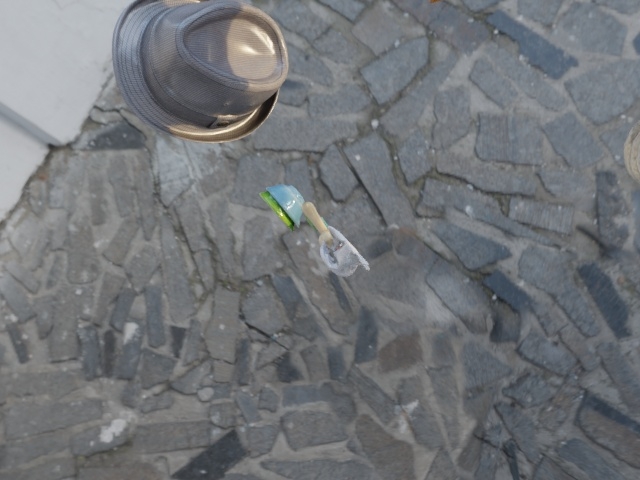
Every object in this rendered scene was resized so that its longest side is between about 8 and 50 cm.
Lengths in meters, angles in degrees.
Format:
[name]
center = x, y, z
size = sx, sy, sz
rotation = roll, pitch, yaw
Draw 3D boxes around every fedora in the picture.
[fedora]
center = -0.156, -0.275, 1.018
size = 0.124, 0.276, 0.243
rotation = -8, 82, 54

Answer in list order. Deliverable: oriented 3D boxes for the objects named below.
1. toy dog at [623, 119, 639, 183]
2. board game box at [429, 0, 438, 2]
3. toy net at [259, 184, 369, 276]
[toy dog]
center = 0.448, -0.161, 0.670
size = 0.220, 0.161, 0.333
rotation = 17, 87, 26
[board game box]
center = 0.251, -0.484, 0.584
size = 0.357, 0.356, 0.356
rotation = -13, 83, -3
[toy net]
center = 0.000, 0.000, 0.899
size = 0.045, 0.122, 0.232
rotation = -40, 37, -3
